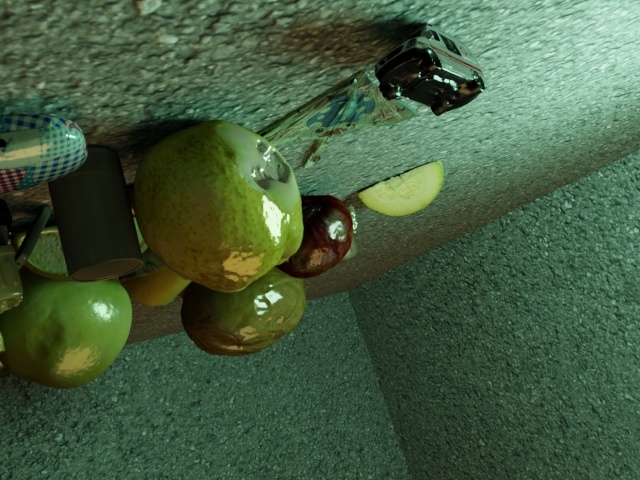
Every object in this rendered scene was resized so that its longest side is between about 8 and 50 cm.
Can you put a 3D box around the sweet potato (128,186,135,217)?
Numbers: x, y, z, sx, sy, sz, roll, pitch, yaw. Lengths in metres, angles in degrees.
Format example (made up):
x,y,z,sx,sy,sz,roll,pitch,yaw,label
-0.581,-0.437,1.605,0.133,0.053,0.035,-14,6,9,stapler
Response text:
x,y,z,sx,sy,sz,roll,pitch,yaw,label
-0.268,-0.092,1.055,0.256,0.058,0.078,-23,151,0,sweet potato

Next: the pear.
x,y,z,sx,sy,sz,roll,pitch,yaw,label
-0.153,-0.050,0.910,0.271,0.271,0.271,-18,169,-4,pear

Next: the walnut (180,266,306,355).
x,y,z,sx,sy,sz,roll,pitch,yaw,label
-0.235,0.188,1.782,0.398,0.307,0.354,-16,157,-43,walnut

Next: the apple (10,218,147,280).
x,y,z,sx,sy,sz,roll,pitch,yaw,label
-0.449,0.016,1.138,0.265,0.119,0.193,-12,178,-21,apple

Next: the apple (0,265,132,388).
x,y,z,sx,sy,sz,roll,pitch,yaw,label
-0.548,0.174,1.252,0.292,0.254,0.292,22,175,2,apple

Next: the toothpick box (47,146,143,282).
x,y,z,sx,sy,sz,roll,pitch,yaw,label
-0.339,-0.039,0.876,0.111,0.180,0.111,-17,167,-4,toothpick box

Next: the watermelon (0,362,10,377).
x,y,z,sx,sy,sz,roll,pitch,yaw,label
-0.767,0.221,1.356,0.212,0.212,0.212,-18,169,-4,watermelon

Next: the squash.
x,y,z,sx,sy,sz,roll,pitch,yaw,label
0.235,-0.155,1.658,0.237,0.154,0.204,-20,132,12,squash

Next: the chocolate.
x,y,z,sx,sy,sz,roll,pitch,yaw,label
-0.298,-0.003,1.258,0.162,0.162,0.445,-9,160,-42,chocolate

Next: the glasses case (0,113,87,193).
x,y,z,sx,sy,sz,roll,pitch,yaw,label
-0.454,-0.091,0.704,0.328,0.076,0.125,-13,169,-21,glasses case

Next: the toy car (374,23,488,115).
x,y,z,sx,sy,sz,roll,pitch,yaw,label
0.154,-0.256,0.846,0.089,0.108,0.210,-25,163,39,toy car

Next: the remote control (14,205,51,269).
x,y,z,sx,sy,sz,roll,pitch,yaw,label
-0.485,-0.004,0.981,0.018,0.124,0.053,32,127,-28,remote control

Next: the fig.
x,y,z,sx,sy,sz,roll,pitch,yaw,label
-0.038,-0.009,1.445,0.224,0.223,0.263,-13,171,-26,fig

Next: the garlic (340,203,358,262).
x,y,z,sx,sy,sz,roll,pitch,yaw,label
0.000,0.000,1.654,0.214,0.160,0.191,-16,164,-27,garlic

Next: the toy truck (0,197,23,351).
x,y,z,sx,sy,sz,roll,pitch,yaw,label
-0.598,0.094,0.937,0.181,0.253,0.405,-15,172,-41,toy truck

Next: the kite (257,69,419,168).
x,y,z,sx,sy,sz,roll,pitch,yaw,label
0.025,-0.208,1.078,0.407,0.014,0.368,-15,167,-19,kite

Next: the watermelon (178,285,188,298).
x,y,z,sx,sy,sz,roll,pitch,yaw,label
-0.430,0.177,1.900,0.121,0.158,0.098,6,180,25,watermelon
